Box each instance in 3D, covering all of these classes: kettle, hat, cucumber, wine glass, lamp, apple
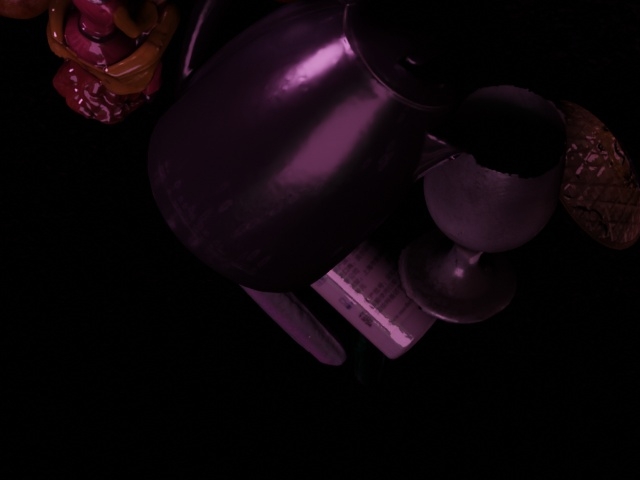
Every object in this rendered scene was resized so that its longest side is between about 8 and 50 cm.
[{"bbox_3d":[-0.013,-0.132,1.517,0.268,0.207,0.290,51,135,3],"label":"kettle"},{"bbox_3d":[0.265,-0.072,1.562,0.146,0.067,0.146,51,157,31],"label":"hat"},{"bbox_3d":[0.052,0.081,1.874,0.056,0.056,0.284,12,145,11],"label":"cucumber"},{"bbox_3d":[0.148,-0.031,1.612,0.126,0.126,0.241,17,146,4],"label":"wine glass"},{"bbox_3d":[-0.180,-0.208,1.546,0.118,0.118,0.253,18,147,2],"label":"lamp"},{"bbox_3d":[-0.272,-0.238,1.582,0.084,0.084,0.071,7,176,18],"label":"apple"}]

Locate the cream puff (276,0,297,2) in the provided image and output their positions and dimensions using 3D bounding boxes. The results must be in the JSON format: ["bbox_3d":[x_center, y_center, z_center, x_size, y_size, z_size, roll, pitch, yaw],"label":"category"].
[{"bbox_3d":[-0.009,-0.286,1.319,0.269,0.155,0.241,8,143,20],"label":"cream puff"}]

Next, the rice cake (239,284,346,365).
[{"bbox_3d":[-0.053,0.053,1.869,0.222,0.042,0.080,49,179,-34],"label":"rice cake"}]

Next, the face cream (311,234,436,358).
[{"bbox_3d":[0.000,0.000,1.726,0.269,0.082,0.082,43,142,-2],"label":"face cream"}]
